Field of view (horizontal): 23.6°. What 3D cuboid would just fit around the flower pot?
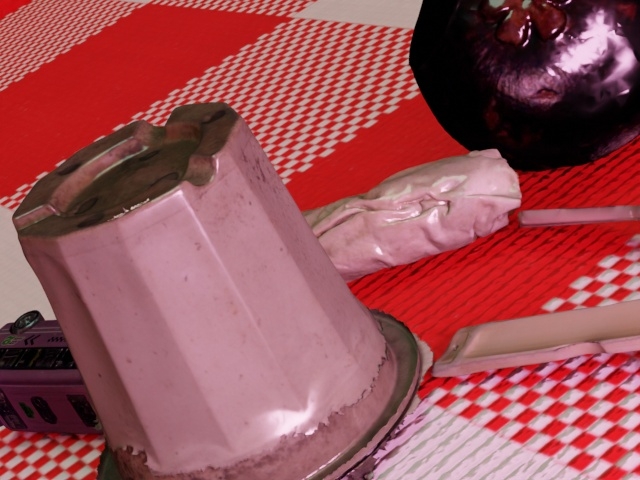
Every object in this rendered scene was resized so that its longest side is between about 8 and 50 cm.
[{"bbox_3d":[-0.094,0.048,1.165,0.290,0.259,0.290,-23,24,11],"label":"flower pot"}]

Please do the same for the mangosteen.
[{"bbox_3d":[0.208,-0.196,1.412,0.233,0.287,0.287,14,24,-9],"label":"mangosteen"}]

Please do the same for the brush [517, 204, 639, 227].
[{"bbox_3d":[0.260,-0.005,1.186,0.072,0.067,0.313,0,-2,-34],"label":"brush"}]

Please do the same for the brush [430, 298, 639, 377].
[{"bbox_3d":[0.216,0.071,1.085,0.321,0.050,0.060,-13,28,44],"label":"brush"}]

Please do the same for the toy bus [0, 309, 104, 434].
[{"bbox_3d":[-0.225,0.120,1.358,0.178,0.087,0.098,-3,38,37],"label":"toy bus"}]

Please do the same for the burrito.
[{"bbox_3d":[0.000,0.000,1.393,0.392,0.076,0.117,-18,21,20],"label":"burrito"}]
